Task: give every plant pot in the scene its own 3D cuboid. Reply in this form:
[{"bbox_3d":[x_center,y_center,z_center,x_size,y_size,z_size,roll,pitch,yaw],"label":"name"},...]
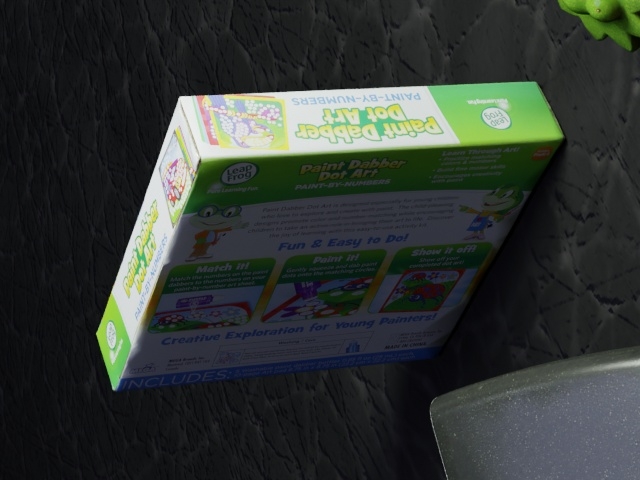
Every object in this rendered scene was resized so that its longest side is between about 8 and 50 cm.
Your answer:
[{"bbox_3d":[0.195,0.135,0.945,0.167,0.187,0.188,-35,63,48],"label":"plant pot"}]

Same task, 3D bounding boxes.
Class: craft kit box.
[{"bbox_3d":[0.000,0.000,1.230,0.247,0.249,0.061,118,140,-49],"label":"craft kit box"}]

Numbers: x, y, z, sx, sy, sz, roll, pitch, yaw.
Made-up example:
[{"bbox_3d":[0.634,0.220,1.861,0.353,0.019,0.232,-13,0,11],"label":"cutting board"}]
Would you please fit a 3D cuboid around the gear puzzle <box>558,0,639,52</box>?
[{"bbox_3d":[0.154,-0.136,0.914,0.339,0.044,0.175,40,160,28],"label":"gear puzzle"}]
